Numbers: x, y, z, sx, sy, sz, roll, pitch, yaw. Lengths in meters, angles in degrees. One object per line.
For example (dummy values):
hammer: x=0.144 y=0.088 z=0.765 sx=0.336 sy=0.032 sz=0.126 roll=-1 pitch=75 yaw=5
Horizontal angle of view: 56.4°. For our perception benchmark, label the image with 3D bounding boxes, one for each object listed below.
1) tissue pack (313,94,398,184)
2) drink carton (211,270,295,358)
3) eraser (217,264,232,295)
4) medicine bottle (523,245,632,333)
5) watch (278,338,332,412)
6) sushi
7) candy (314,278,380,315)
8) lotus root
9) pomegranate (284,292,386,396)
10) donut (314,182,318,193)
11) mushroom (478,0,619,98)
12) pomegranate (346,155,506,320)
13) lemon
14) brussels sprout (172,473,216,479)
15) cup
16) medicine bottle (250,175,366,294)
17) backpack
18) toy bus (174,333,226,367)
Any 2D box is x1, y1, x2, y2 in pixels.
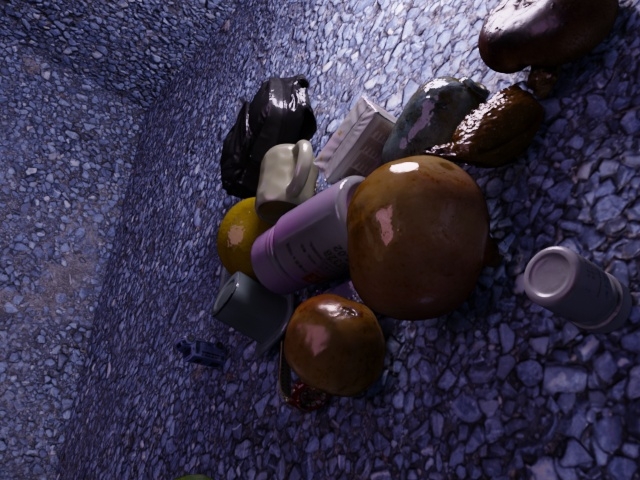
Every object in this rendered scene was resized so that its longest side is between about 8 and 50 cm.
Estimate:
tissue pack: x=0.127 y=-0.235 z=1.587 sx=0.225 sy=0.185 sz=0.124 roll=-52 pitch=38 yaw=19
drink carton: x=-0.197 y=0.193 z=1.735 sx=0.191 sy=0.189 sz=0.185 roll=-46 pitch=18 yaw=27
eraser: x=-0.278 y=0.137 z=2.010 sx=0.174 sy=0.081 sz=0.227 roll=-23 pitch=50 yaw=41
medicine bottle: x=0.419 y=0.082 z=0.975 sx=0.105 sy=0.168 sz=0.105 roll=-34 pitch=43 yaw=39
watch: x=-0.042 y=0.322 z=1.558 sx=0.165 sy=0.102 sz=0.268 roll=-42 pitch=29 yaw=20
sushi: x=0.359 y=-0.219 z=1.272 sx=0.287 sy=0.149 sz=0.140 roll=-39 pitch=40 yaw=-8
candy: x=0.083 y=0.147 z=1.504 sx=0.275 sy=0.070 sz=0.145 roll=-28 pitch=54 yaw=37
lotus root: x=0.251 y=-0.250 z=1.440 sx=0.350 sy=0.175 sz=0.175 roll=-54 pitch=34 yaw=16
pomegranate: x=0.030 y=0.243 z=1.370 sx=0.248 sy=0.248 sz=0.248 roll=-33 pitch=44 yaw=39
donut: x=-0.042 y=-0.120 z=1.861 sx=0.117 sy=0.065 sz=0.166 roll=-41 pitch=39 yaw=30
mushroom: x=0.471 y=-0.452 z=1.267 sx=0.297 sy=0.163 sz=0.278 roll=-3 pitch=66 yaw=53
pomegranate: x=0.214 y=0.000 z=1.216 sx=0.338 sy=0.338 sz=0.338 roll=-33 pitch=44 yaw=39
lemon: x=-0.209 y=0.001 z=1.868 sx=0.236 sy=0.236 sz=0.263 roll=-22 pitch=35 yaw=47
brussels sprout: x=-0.357 y=0.790 z=1.525 sx=0.314 sy=0.275 sz=0.371 roll=18 pitch=91 yaw=44
cup: x=-0.100 y=-0.183 z=1.715 sx=0.255 sy=0.173 sz=0.202 roll=81 pitch=-165 yaw=-63
medicine bottle: x=0.000 y=0.000 z=1.577 sx=0.388 sy=0.219 sz=0.219 roll=-28 pitch=48 yaw=42
backpack: x=-0.170 y=-0.360 z=2.039 sx=0.446 sy=0.254 sz=0.363 roll=-55 pitch=30 yaw=41
toy bus: x=-0.390 y=0.361 z=1.938 sx=0.073 sy=0.167 sz=0.076 roll=-36 pitch=46 yaw=38
